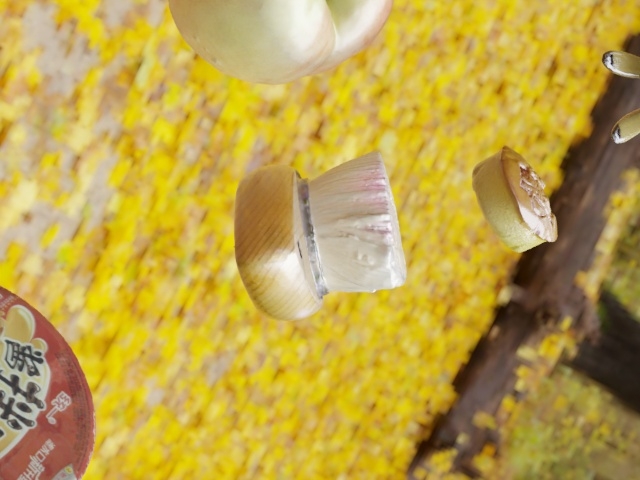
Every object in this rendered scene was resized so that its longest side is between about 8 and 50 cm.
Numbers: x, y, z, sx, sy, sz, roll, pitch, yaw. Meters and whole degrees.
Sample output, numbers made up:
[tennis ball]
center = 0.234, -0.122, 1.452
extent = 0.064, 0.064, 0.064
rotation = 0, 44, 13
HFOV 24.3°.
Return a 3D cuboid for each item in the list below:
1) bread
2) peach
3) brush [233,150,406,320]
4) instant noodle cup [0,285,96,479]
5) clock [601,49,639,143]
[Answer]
[bread]
center = 0.279, -0.060, 2.156
extent = 0.086, 0.156, 0.125
rotation = -28, 165, 24
[peach]
center = -0.049, -0.252, 1.401
extent = 0.232, 0.232, 0.232
rotation = -57, 165, -25
[brush]
center = 0.000, 0.000, 1.604
extent = 0.267, 0.166, 0.174
rotation = -54, 134, -80
[instant noodle cup]
center = -0.349, 0.164, 1.393
extent = 0.091, 0.274, 0.274
rotation = -42, -179, 37
[clock]
center = 0.403, -0.158, 1.512
extent = 0.069, 0.232, 0.170
rotation = -95, 177, -81
